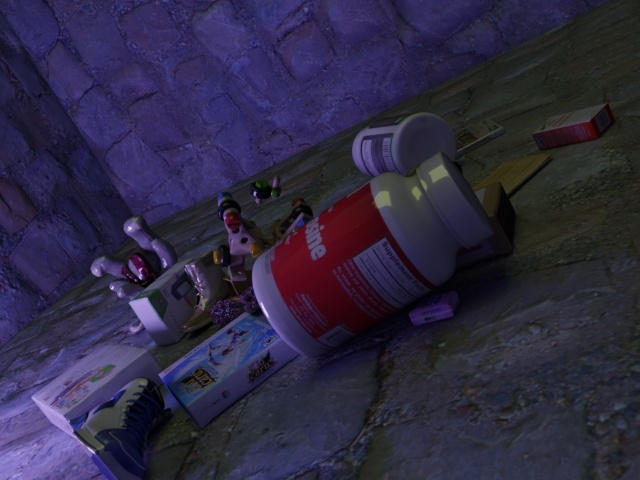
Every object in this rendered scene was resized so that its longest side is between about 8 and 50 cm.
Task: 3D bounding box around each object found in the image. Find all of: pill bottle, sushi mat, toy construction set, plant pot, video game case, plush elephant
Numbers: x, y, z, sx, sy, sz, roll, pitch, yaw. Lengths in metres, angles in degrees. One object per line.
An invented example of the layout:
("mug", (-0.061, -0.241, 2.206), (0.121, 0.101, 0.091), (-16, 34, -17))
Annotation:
("pill bottle", (0.095, 0.023, 1.249), (0.407, 0.229, 0.229), (-34, 13, 18))
("pill bottle", (0.240, -0.277, 2.088), (0.204, 0.204, 0.361), (-33, 16, -13))
("sushi mat", (0.403, -0.116, 1.620), (0.316, 0.019, 0.151), (-37, 16, -27))
("toy construction set", (-0.134, 0.022, 1.758), (0.257, 0.237, 0.309), (-16, 45, -42))
("plant pot", (-0.204, 0.122, 1.872), (0.083, 0.081, 0.081), (-29, 14, -21))
("video game case", (0.468, -0.318, 2.149), (0.183, 0.023, 0.201), (-28, 16, 8))
("plush elephant", (-0.542, 0.144, 2.139), (0.272, 0.330, 0.255), (-38, 34, 22))
("video game case", (-0.200, 0.260, 1.446), (0.244, 0.061, 0.269), (-36, 16, -19))

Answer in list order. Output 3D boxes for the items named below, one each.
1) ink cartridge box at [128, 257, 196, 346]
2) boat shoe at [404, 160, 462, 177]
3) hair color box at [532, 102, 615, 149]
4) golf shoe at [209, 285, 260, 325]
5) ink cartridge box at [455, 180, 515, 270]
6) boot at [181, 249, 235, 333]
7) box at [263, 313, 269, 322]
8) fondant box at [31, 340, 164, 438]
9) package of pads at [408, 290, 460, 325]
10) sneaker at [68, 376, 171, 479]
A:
("ink cartridge box", (-0.405, 0.171, 1.932), (0.093, 0.154, 0.212), (-18, 19, 38))
("boat shoe", (0.259, -0.121, 1.683), (0.130, 0.132, 0.355), (-23, 17, 34))
("hair color box", (0.617, -0.276, 1.679), (0.093, 0.053, 0.167), (-40, 19, -29))
("golf shoe", (-0.198, 0.170, 1.754), (0.186, 0.068, 0.086), (-25, -13, 26))
("ink cartridge box", (0.271, -0.014, 1.406), (0.234, 0.088, 0.193), (-22, 16, 25))
("boot", (-0.330, 0.139, 1.871), (0.077, 0.165, 0.213), (-15, 19, 46))
("box", (-0.043, 0.153, 1.536), (0.105, 0.043, 0.179), (-38, 19, -28))
("fondant box", (-0.551, 0.364, 1.696), (0.238, 0.096, 0.330), (-39, 17, -30))
("package of pads", (0.201, 0.119, 1.211), (0.083, 0.032, 0.050), (-20, 15, 33))
("sneaker", (-0.382, 0.354, 1.350), (0.182, 0.127, 0.315), (-39, 16, -23))
